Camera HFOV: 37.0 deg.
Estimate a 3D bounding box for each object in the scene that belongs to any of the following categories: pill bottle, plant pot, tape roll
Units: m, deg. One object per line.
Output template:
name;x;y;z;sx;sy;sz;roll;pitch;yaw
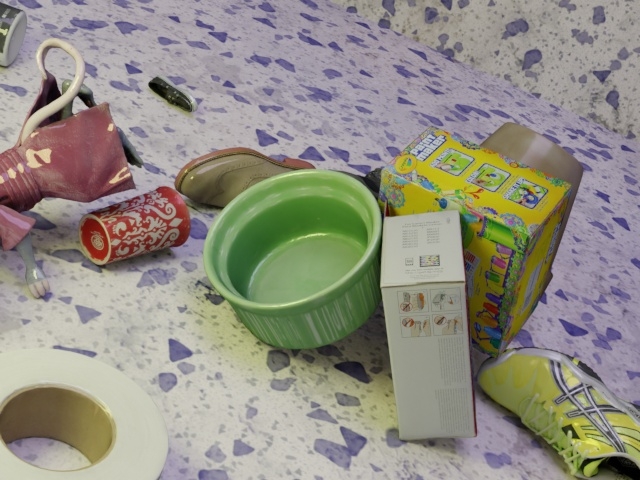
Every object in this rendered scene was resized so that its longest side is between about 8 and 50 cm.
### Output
pill bottle;-0.772;-0.476;2.060;0.246;0.130;0.130;20;30;-6
plant pot;0.382;-0.078;1.963;0.323;0.280;0.323;32;0;0
tape roll;-0.341;0.264;1.200;0.286;0.100;0.286;17;31;-11

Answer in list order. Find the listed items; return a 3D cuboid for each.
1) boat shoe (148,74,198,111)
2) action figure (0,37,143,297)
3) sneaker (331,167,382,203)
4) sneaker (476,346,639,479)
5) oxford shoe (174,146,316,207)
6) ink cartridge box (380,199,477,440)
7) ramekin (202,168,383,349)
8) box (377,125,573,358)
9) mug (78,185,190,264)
boat shoe;-0.344;-0.337;2.227;0.142;0.049;0.040;37;51;25
action figure;-0.473;-0.098;1.513;0.370;0.275;0.248;-35;50;-24
sneaker;0.091;-0.114;2.122;0.228;0.087;0.130;16;26;-29
sneaker;0.441;0.313;1.635;0.385;0.145;0.147;26;40;17
oxford shoe;-0.122;-0.101;1.926;0.348;0.123;0.130;-2;43;-35
ink cartridge box;0.178;0.118;1.561;0.130;0.309;0.271;-4;32;8
ramekin;-0.031;0.037;1.611;0.304;0.148;0.303;-10;46;11
box;0.251;0.002;1.679;0.279;0.289;0.177;27;46;22
mug;-0.338;-0.016;1.680;0.169;0.150;0.113;-22;89;-46
